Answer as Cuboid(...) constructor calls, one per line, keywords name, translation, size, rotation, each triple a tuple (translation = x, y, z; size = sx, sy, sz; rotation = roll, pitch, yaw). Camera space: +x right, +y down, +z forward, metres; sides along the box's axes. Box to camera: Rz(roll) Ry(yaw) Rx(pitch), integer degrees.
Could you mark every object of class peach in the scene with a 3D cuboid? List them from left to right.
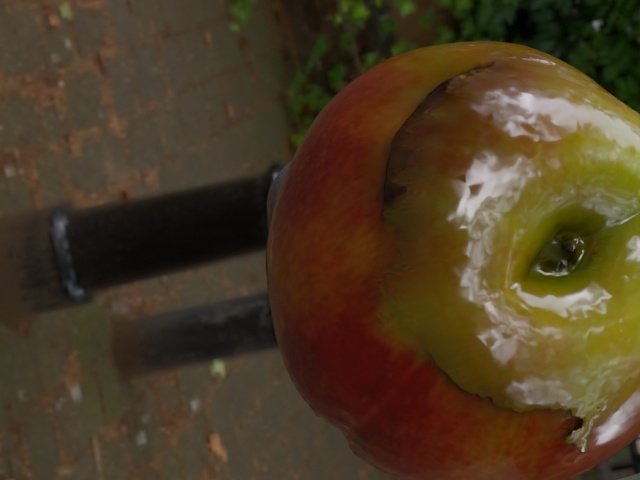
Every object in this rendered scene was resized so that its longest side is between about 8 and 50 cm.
Cuboid(name="peach", translation=(0.116, 0.027, 1.058), size=(0.370, 0.370, 0.370), rotation=(-12, 90, -78))

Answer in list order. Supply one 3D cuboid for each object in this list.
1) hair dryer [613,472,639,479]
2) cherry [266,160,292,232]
Cuboid(name="hair dryer", translation=(0.296, 0.324, 1.525), size=(0.267, 0.229, 0.092), rotation=(24, 42, -53))
Cuboid(name="cherry", translation=(-0.006, 0.002, 1.460), size=(0.115, 0.148, 0.188), rotation=(7, 73, -49))
